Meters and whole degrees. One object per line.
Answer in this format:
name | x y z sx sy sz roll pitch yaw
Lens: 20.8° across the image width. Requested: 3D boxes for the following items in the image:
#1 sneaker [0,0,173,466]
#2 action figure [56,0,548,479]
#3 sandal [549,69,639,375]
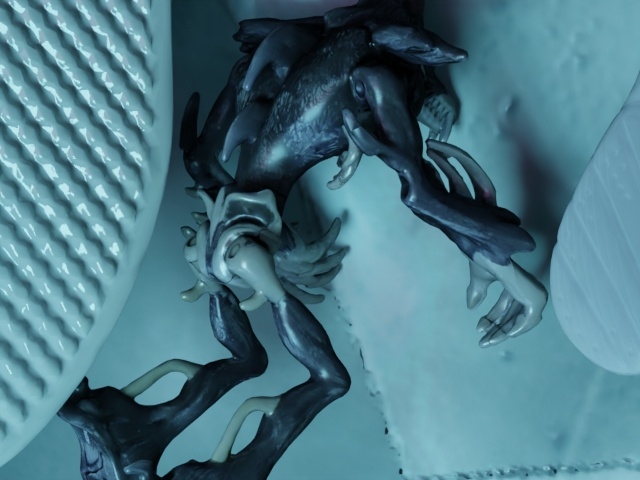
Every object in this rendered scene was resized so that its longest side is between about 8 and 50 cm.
sneaker | -0.139 -0.075 0.742 0.150 0.135 0.366 -14 60 66
action figure | 0.000 0.000 0.742 0.164 0.141 0.275 15 76 50
sandal | 0.177 -0.067 0.658 0.102 0.076 0.265 42 111 35
